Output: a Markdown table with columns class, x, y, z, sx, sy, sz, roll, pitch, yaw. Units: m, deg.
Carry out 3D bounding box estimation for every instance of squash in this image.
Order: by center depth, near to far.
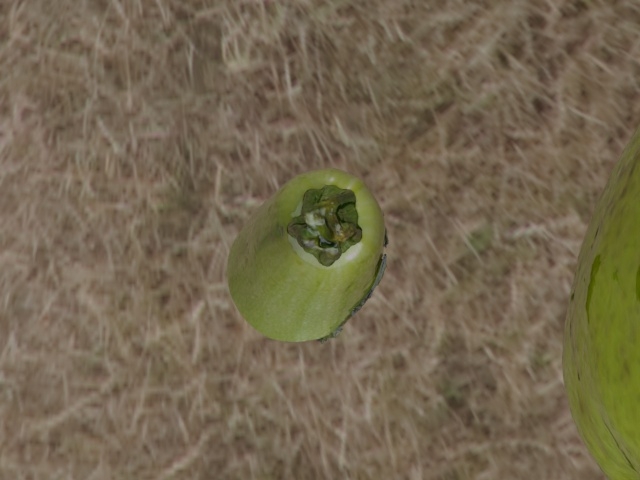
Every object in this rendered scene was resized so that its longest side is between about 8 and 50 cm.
| class | x | y | z | sx | sy | sz | roll | pitch | yaw |
| --- | --- | --- | --- | --- | --- | --- | --- | --- | --- |
| squash | 0.003 | 0.000 | 0.896 | 0.075 | 0.200 | 0.090 | 5 | 78 | -12 |

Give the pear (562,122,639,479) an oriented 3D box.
| class | x | y | z | sx | sy | sz | roll | pitch | yaw |
| --- | --- | --- | --- | --- | --- | --- | --- | --- | --- |
| pear | 0.301 | 0.025 | 0.695 | 0.391 | 0.391 | 0.391 | -2 | 107 | -6 |
